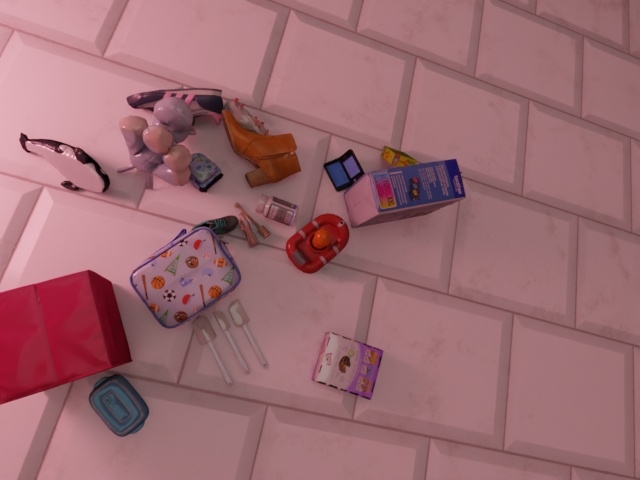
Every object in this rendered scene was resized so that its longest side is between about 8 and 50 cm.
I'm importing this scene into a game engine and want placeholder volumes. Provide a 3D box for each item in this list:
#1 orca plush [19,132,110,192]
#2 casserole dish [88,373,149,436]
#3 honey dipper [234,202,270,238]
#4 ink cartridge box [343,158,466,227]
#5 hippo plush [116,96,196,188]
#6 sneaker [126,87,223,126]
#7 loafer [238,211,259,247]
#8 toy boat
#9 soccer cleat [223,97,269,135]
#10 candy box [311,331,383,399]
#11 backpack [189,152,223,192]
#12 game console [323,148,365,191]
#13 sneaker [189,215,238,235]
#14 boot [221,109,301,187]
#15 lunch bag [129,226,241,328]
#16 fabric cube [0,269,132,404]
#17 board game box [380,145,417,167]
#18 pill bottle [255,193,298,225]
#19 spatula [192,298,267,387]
[{"bbox_3d":[-0.794,-0.250,1.298,0.287,0.102,0.151,18,117,1],"label":"orca plush"},{"bbox_3d":[-0.585,0.478,1.174,0.114,0.037,0.188,-40,87,-20],"label":"casserole dish"},{"bbox_3d":[-0.240,-0.072,1.405,0.161,0.030,0.030,43,70,2],"label":"honey dipper"},{"bbox_3d":[0.315,-0.165,1.440,0.396,0.270,0.151,-9,84,-16],"label":"ink cartridge box"},{"bbox_3d":[-0.478,-0.315,1.300,0.234,0.294,0.236,31,55,-8],"label":"hippo plush"},{"bbox_3d":[-0.496,-0.452,1.400,0.319,0.112,0.131,-5,106,-4],"label":"sneaker"},{"bbox_3d":[-0.252,-0.035,1.379,0.039,0.045,0.125,-28,96,-6],"label":"loafer"},{"bbox_3d":[0.000,0.000,1.381,0.231,0.151,0.151,-39,88,-19],"label":"toy boat"},{"bbox_3d":[-0.269,-0.427,1.474,0.196,0.076,0.068,43,29,-16],"label":"soccer cleat"},{"bbox_3d":[0.089,0.412,1.342,0.196,0.070,0.164,22,72,-9],"label":"candy box"},{"bbox_3d":[-0.406,-0.238,1.375,0.114,0.084,0.105,41,68,1],"label":"backpack"},{"bbox_3d":[0.090,-0.262,1.515,0.071,0.107,0.122,-21,81,-47],"label":"game console"},{"bbox_3d":[-0.350,-0.044,1.343,0.166,0.076,0.065,-23,83,-18],"label":"sneaker"},{"bbox_3d":[-0.202,-0.346,1.429,0.211,0.104,0.295,-25,100,-11],"label":"boot"},{"bbox_3d":[-0.405,0.103,1.248,0.303,0.115,0.243,-35,94,-11],"label":"lunch bag"},{"bbox_3d":[-0.691,0.252,1.090,0.259,0.254,0.258,-16,82,-18],"label":"fabric cube"},{"bbox_3d":[0.292,-0.309,1.524,0.092,0.181,0.043,16,109,-9],"label":"board game box"},{"bbox_3d":[-0.151,-0.107,1.409,0.137,0.078,0.078,21,72,-8],"label":"pill bottle"},{"bbox_3d":[-0.285,0.331,1.299,0.168,0.019,0.242,-25,84,-24],"label":"spatula"}]
